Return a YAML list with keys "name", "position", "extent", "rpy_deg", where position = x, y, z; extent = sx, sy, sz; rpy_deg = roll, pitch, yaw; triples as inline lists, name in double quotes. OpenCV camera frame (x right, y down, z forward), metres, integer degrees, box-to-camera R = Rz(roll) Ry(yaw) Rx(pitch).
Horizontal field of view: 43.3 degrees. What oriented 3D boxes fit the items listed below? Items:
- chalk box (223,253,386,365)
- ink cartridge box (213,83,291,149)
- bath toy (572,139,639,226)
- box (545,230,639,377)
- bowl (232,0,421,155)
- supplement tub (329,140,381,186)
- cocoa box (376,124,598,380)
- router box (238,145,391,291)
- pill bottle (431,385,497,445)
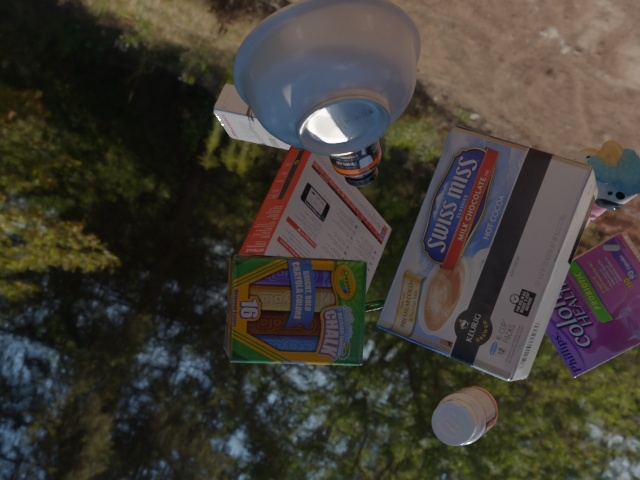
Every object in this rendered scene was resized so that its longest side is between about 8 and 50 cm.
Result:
- name: "chalk box"
  position: [-0.017, 0.120, 1.407]
  extent: [0.289, 0.179, 0.180]
  rpy_deg: [4, 178, -8]
- name: "ink cartridge box"
  position: [-0.138, -0.291, 1.922]
  extent: [0.191, 0.082, 0.139]
  rpy_deg: [16, 162, 20]
- name: "bath toy"
  position: [0.591, -0.107, 1.826]
  extent: [0.151, 0.129, 0.348]
  rpy_deg: [64, 167, 12]
- name: "box"
  position: [0.589, 0.132, 1.699]
  extent: [0.213, 0.243, 0.117]
  rpy_deg: [61, -156, 12]
- name: "bowl"
  position: [0.023, -0.222, 1.227]
  extent: [0.298, 0.134, 0.298]
  rpy_deg: [-10, 153, -5]
- name: "supplement tub"
  position: [0.061, -0.197, 1.586]
  extent: [0.106, 0.106, 0.197]
  rpy_deg: [21, 149, 33]
- name: "cocoa box"
  position: [0.276, 0.025, 1.308]
  extent: [0.228, 0.347, 0.231]
  rpy_deg: [21, -179, 22]
- name: "router box"
  position: [0.000, 0.000, 1.808]
  extent: [0.082, 0.301, 0.335]
  rpy_deg: [-1, 144, 41]
- name: "pill bottle"
  position: [0.342, 0.419, 1.920]
  extent: [0.121, 0.121, 0.221]
  rpy_deg: [21, -174, 23]
